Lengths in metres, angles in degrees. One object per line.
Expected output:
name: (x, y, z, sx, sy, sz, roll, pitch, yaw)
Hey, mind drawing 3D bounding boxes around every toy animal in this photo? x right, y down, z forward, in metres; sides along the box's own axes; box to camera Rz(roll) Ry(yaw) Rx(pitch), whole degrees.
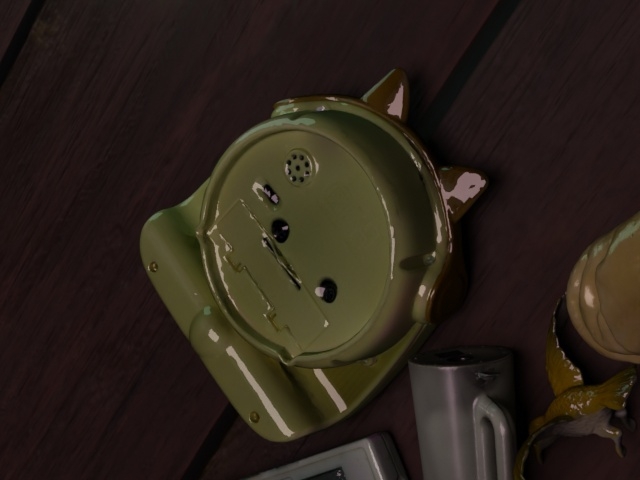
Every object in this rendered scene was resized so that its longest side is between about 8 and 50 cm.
toy animal: (0.230, 0.167, 1.269, 0.095, 0.219, 0.155, 10, 139, 17)

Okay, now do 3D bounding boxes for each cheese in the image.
cheese: (0.307, 0.011, 1.121, 0.226, 0.214, 0.117, -41, 68, 39)

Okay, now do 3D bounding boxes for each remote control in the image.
remote control: (-0.045, 0.313, 1.502, 0.344, 0.050, 0.145, -25, 81, 34)

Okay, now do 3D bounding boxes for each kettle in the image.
kettle: (0.146, 0.178, 1.321, 0.126, 0.098, 0.148, -2, 96, 38)

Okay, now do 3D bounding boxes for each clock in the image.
clock: (0.000, 0.000, 1.391, 0.348, 0.117, 0.286, -47, 70, 30)
